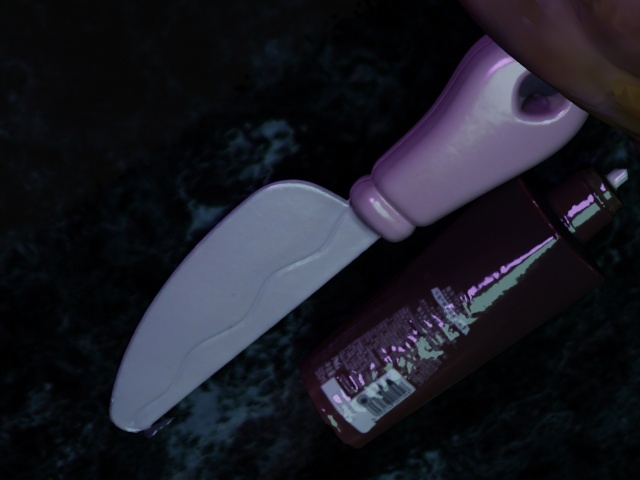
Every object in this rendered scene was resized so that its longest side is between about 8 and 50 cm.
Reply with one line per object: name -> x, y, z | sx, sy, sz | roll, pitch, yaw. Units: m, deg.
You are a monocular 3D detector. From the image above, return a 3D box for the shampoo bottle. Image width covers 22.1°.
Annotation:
shampoo bottle -> 0.091, 0.018, 0.889 | 0.236, 0.067, 0.068 | -39, 130, 13

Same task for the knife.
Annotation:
knife -> -0.001, -0.002, 0.876 | 0.336, 0.043, 0.081 | -37, 114, 15

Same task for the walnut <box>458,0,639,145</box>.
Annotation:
walnut -> 0.159, -0.199, 0.619 | 0.306, 0.306, 0.344 | -35, 84, 11
